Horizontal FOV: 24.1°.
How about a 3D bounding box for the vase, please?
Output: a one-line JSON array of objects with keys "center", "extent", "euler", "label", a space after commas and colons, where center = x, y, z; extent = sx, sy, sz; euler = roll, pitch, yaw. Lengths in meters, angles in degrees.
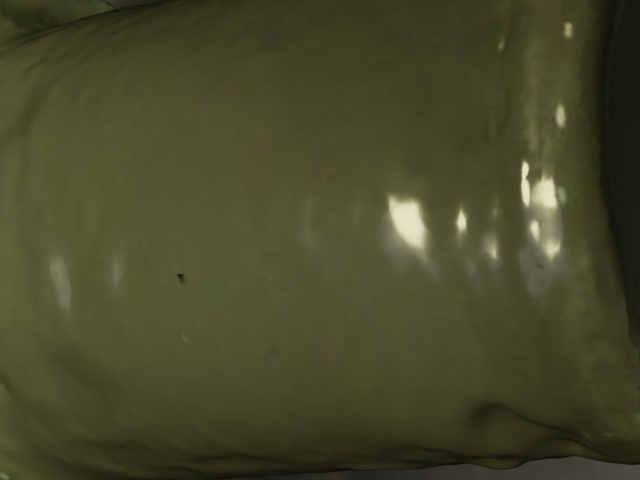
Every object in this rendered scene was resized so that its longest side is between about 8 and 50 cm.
[{"center": [0.000, 0.000, 0.549], "extent": [0.291, 0.245, 0.245], "euler": [-5, 104, 35], "label": "vase"}]
